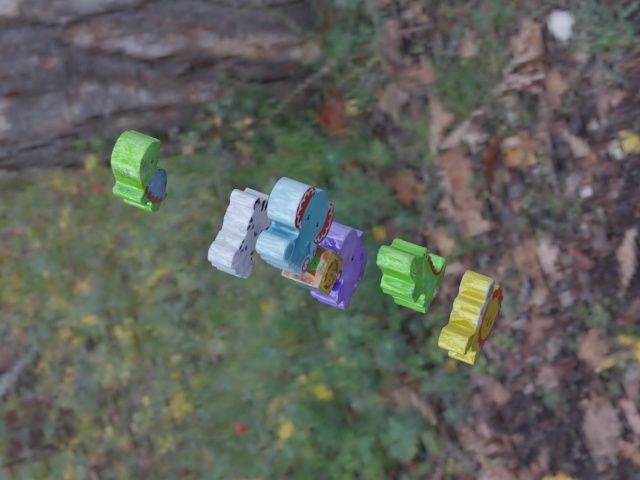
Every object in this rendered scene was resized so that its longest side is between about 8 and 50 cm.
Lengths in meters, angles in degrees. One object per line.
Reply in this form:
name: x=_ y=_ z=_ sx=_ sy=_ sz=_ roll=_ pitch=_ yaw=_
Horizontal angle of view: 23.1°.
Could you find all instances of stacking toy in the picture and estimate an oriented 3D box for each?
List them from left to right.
stacking toy: x=0.000 y=0.000 z=0.830 sx=0.167 sy=0.221 sz=0.052 roll=19 pitch=82 yaw=19
